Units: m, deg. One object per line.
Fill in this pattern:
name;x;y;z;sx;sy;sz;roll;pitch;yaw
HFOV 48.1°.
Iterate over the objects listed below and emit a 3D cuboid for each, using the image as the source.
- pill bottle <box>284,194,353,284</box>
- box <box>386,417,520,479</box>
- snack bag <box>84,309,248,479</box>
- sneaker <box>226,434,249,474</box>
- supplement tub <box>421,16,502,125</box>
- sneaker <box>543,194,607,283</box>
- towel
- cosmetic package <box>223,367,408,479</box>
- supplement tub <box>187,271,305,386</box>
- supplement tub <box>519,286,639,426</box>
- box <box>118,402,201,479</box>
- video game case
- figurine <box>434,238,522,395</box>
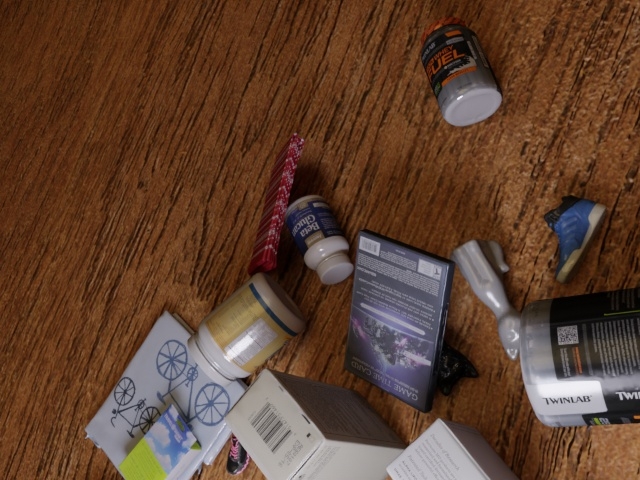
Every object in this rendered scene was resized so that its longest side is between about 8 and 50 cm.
pill bottle;0.000;0.000;1.415;0.094;0.094;0.169;-36;58;15
box;0.226;0.384;1.093;0.119;0.181;0.182;-46;56;8
snack bag;-0.326;0.368;1.514;0.323;0.037;0.342;35;92;35
sneaker;-0.160;0.397;1.393;0.047;0.057;0.119;18;84;32
supplement tub;0.261;-0.323;1.363;0.117;0.117;0.190;-27;61;20
sneaker;0.406;-0.006;1.197;0.085;0.058;0.152;25;82;29
towel;-0.093;-0.064;1.466;0.199;0.031;0.274;149;135;-72
cosmetic package;0.004;0.318;1.172;0.113;0.309;0.160;-50;55;6
supplement tub;-0.145;0.175;1.398;0.200;0.144;0.144;-40;57;5
supplement tub;0.462;0.162;1.025;0.316;0.193;0.193;-11;68;28
box;-0.317;0.429;1.436;0.178;0.042;0.109;-50;56;6
video game case;0.129;0.137;1.243;0.196;0.026;0.274;22;115;41
figurine;0.253;0.130;1.235;0.215;0.092;0.209;-32;68;17
